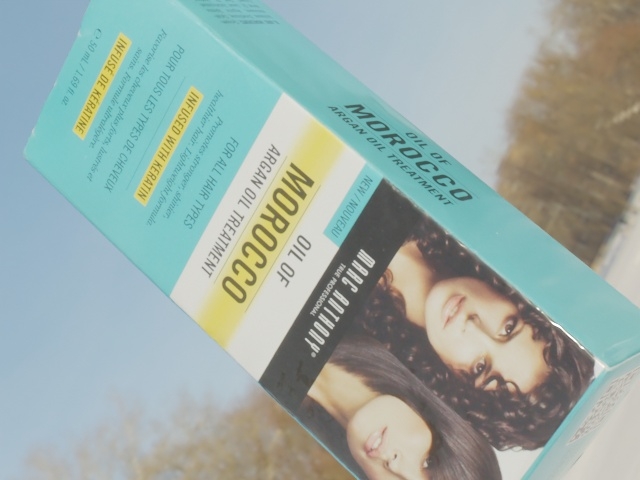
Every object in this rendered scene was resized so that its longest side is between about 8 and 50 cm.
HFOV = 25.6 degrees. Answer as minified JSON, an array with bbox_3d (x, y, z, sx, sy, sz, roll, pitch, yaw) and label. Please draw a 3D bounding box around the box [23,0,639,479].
[{"bbox_3d":[0.000,0.000,0.529,0.060,0.244,0.100,-13,-41,-56],"label":"box"}]
